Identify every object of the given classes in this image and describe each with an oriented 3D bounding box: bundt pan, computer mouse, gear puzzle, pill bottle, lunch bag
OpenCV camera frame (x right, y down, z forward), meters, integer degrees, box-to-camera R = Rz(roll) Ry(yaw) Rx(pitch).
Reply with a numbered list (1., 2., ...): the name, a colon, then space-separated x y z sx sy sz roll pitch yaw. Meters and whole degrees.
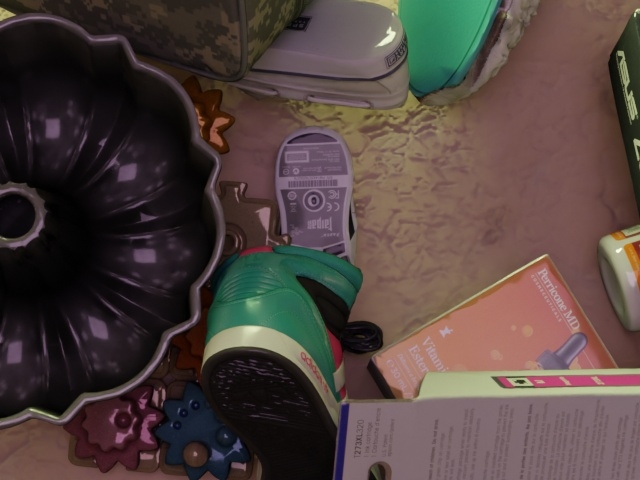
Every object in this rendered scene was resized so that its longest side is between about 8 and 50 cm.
1. bundt pan: -0.234 -0.006 1.426 0.331 0.124 0.330 0 78 1
2. computer mouse: 0.000 0.000 1.531 0.106 0.042 0.193 0 86 7
3. gear puzzle: -0.117 0.029 1.500 0.176 0.044 0.338 5 86 8
4. pill bottle: 0.315 0.015 1.507 0.152 0.086 0.086 -18 82 -2
5. lunch bag: -0.116 -0.299 1.460 0.305 0.212 0.256 18 53 22

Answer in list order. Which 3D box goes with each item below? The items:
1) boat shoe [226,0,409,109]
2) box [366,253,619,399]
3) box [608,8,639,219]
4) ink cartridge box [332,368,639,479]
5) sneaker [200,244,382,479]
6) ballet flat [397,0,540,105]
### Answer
1. boat shoe: -0.049 -0.162 1.529 0.268 0.088 0.096 8 52 19
2. box: 0.143 0.111 1.489 0.170 0.091 0.130 -31 83 -4
3. box: 0.452 -0.038 1.448 0.395 0.097 0.318 -2 66 -10
4. ink cartridge box: 0.178 0.192 1.415 0.371 0.069 0.175 0 108 -18
5. sneaker: -0.017 0.106 1.438 0.124 0.295 0.178 -5 49 13
6. ballet flat: 0.165 -0.310 1.530 0.147 0.147 0.408 8 91 1
